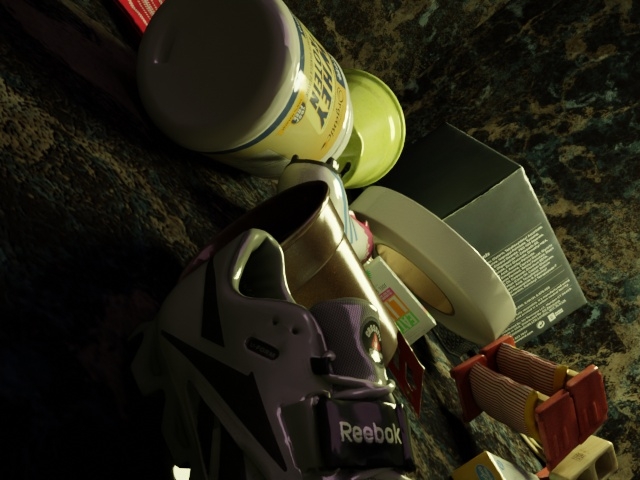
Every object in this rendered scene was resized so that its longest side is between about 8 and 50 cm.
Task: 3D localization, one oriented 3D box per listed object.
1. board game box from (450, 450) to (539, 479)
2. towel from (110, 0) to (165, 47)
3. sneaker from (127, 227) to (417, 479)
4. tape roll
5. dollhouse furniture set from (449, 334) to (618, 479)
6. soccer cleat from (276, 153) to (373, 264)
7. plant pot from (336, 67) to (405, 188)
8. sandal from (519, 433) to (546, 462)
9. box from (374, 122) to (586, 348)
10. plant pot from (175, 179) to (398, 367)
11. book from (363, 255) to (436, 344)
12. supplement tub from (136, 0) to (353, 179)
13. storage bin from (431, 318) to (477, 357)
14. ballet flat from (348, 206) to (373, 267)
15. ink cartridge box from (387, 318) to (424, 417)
[{"bbox_3d":[0.322,0.459,0.837,0.242,0.064,0.316,38,19,-46],"label":"board game box"},{"bbox_3d":[-0.213,-0.373,1.071,0.275,0.031,0.198,-15,64,-41],"label":"towel"},{"bbox_3d":[-0.002,0.113,0.362,0.122,0.146,0.330,24,19,-52],"label":"sneaker"},{"bbox_3d":[0.206,0.052,1.225,0.392,0.072,0.392,42,-10,9],"label":"tape roll"},{"bbox_3d":[0.389,0.375,1.089,0.201,0.152,0.373,13,-54,59],"label":"dollhouse furniture set"},{"bbox_3d":[0.000,0.000,0.948,0.331,0.116,0.143,57,43,-62],"label":"soccer cleat"},{"bbox_3d":[0.024,-0.214,1.313,0.276,0.276,0.254,50,25,-5],"label":"plant pot"},{"bbox_3d":[0.569,0.510,1.517,0.240,0.079,0.088,54,13,13],"label":"sandal"},{"bbox_3d":[0.426,-0.018,1.754,0.471,0.298,0.480,53,4,-27],"label":"box"},{"bbox_3d":[-0.020,0.057,0.587,0.165,0.167,0.167,56,11,-19],"label":"plant pot"},{"bbox_3d":[0.100,0.105,0.976,0.144,0.096,0.035,48,14,-15],"label":"book"},{"bbox_3d":[-0.088,-0.213,0.905,0.228,0.228,0.316,55,14,15],"label":"supplement tub"},{"bbox_3d":[0.311,0.184,1.517,0.122,0.084,0.180,31,23,-56],"label":"storage bin"},{"bbox_3d":[0.041,-0.017,1.155,0.241,0.077,0.091,50,12,-7],"label":"ballet flat"},{"bbox_3d":[0.044,0.102,0.752,0.181,0.056,0.224,77,-13,-58],"label":"ink cartridge box"}]
